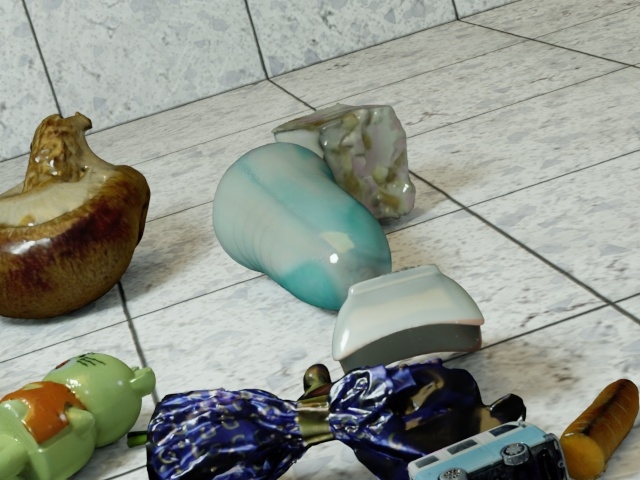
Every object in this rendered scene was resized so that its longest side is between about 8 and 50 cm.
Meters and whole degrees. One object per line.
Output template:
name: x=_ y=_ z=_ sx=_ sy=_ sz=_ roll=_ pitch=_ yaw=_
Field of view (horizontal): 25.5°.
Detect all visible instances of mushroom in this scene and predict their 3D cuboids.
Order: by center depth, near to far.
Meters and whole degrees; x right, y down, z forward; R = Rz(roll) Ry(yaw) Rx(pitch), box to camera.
mushroom: x=-0.410 y=-0.037 z=2.095 sx=0.345 sy=0.260 sz=0.345 roll=-15 pitch=16 yaw=4

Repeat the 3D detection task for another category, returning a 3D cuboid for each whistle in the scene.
whistle: x=-0.291 y=0.200 z=1.490 sx=0.131 sy=0.106 sz=0.288 roll=-13 pitch=14 yaw=45

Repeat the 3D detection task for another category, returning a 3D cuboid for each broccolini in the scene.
broccolini: x=-0.108 y=0.197 z=1.475 sx=0.218 sy=0.044 sz=0.042 roll=-12 pitch=32 yaw=31

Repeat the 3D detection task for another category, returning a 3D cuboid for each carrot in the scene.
carrot: x=0.252 y=0.159 z=1.239 sx=0.048 sy=0.048 sz=0.139 roll=-4 pitch=18 yaw=35

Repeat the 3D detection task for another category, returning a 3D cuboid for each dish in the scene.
dish: x=0.084 y=0.081 z=1.433 sx=0.151 sy=0.077 sz=0.212 roll=-14 pitch=-12 yaw=3

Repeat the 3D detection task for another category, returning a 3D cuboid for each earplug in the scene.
earplug: x=0.000 y=0.000 z=1.796 sx=0.185 sy=0.185 sz=0.324 roll=-21 pitch=24 yaw=-17

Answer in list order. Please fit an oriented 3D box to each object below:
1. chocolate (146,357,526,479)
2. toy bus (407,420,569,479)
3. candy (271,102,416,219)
chocolate: x=0.014 y=0.166 z=1.287 sx=0.343 sy=0.126 sz=0.148 roll=-11 pitch=41 yaw=10
toy bus: x=0.138 y=0.197 z=1.187 sx=0.122 sy=0.060 sz=0.075 roll=-20 pitch=20 yaw=-12
candy: x=0.033 y=-0.101 z=2.064 sx=0.137 sy=0.185 sz=0.195 roll=-19 pitch=12 yaw=-27
